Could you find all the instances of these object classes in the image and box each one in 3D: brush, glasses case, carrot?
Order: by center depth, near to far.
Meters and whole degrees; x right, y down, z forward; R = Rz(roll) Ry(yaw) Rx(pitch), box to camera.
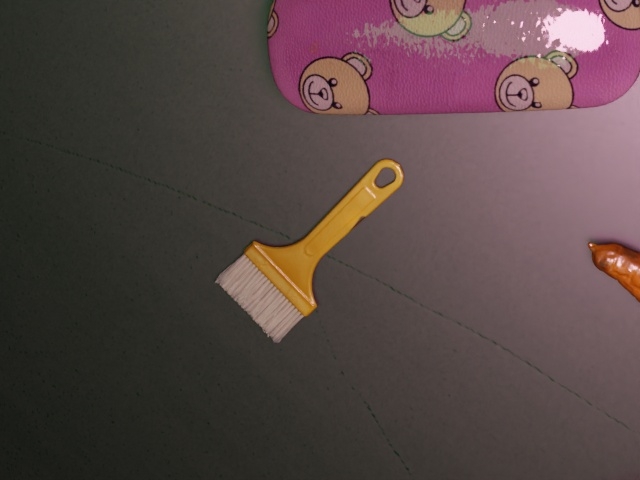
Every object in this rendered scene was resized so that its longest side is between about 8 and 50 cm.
[{"bbox_3d":[0.109,-0.168,1.451,0.316,0.076,0.123,-1,105,16],"label":"glasses case"},{"bbox_3d":[0.337,0.059,1.465,0.248,0.059,0.059,22,110,12],"label":"carrot"},{"bbox_3d":[0.000,0.000,1.565,0.083,0.011,0.205,47,111,1],"label":"brush"}]
